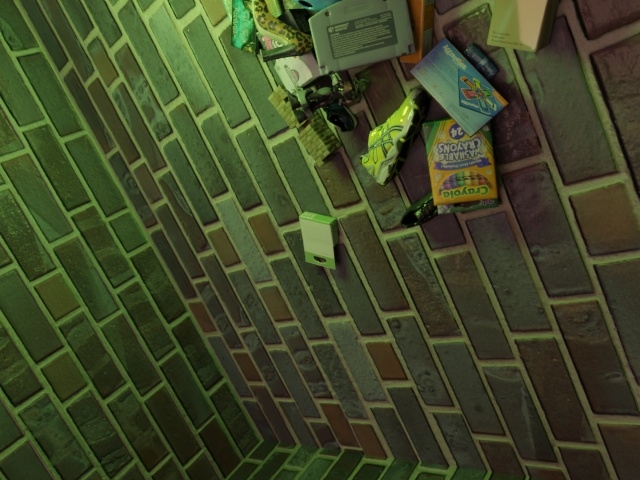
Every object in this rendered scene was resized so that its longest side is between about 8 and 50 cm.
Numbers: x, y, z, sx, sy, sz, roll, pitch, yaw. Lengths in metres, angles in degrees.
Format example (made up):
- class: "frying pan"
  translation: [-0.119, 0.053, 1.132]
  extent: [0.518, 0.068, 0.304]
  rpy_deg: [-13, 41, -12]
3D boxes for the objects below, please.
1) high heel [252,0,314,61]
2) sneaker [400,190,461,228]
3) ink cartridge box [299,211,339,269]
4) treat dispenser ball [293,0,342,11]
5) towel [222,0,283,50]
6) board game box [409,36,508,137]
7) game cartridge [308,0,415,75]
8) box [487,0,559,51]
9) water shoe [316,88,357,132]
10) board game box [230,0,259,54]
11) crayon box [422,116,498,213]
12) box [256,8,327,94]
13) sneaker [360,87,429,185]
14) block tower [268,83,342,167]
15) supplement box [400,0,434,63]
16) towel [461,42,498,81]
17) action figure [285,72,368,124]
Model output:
- class: "high heel"
  translation: [-0.125, -0.733, 1.764]
  extent: [0.186, 0.093, 0.261]
  rpy_deg: [-11, 88, 1]
- class: "sneaker"
  translation: [0.395, -0.120, 1.864]
  extent: [0.109, 0.130, 0.286]
  rpy_deg: [51, 135, 4]
- class: "ink cartridge box"
  translation: [0.000, 0.000, 2.322]
  extent: [0.171, 0.056, 0.235]
  rpy_deg: [14, 127, 34]
- class: "treat dispenser ball"
  translation: [0.004, -0.851, 1.608]
  extent: [0.288, 0.288, 0.288]
  rpy_deg: [21, 128, 29]
- class: "towel"
  translation: [-0.273, -0.923, 1.973]
  extent: [0.272, 0.040, 0.370]
  rpy_deg: [0, 116, 41]
- class: "board game box"
  translation: [0.416, -0.463, 1.604]
  extent: [0.145, 0.027, 0.281]
  rpy_deg: [-42, 80, 18]
- class: "game cartridge"
  translation: [0.124, -0.630, 1.599]
  extent: [0.297, 0.062, 0.198]
  rpy_deg: [-11, 100, 6]
- class: "box"
  translation: [0.551, -0.673, 1.386]
  extent: [0.148, 0.121, 0.311]
  rpy_deg: [21, 128, 30]
- class: "water shoe"
  translation: [0.048, -0.483, 1.955]
  extent: [0.203, 0.080, 0.073]
  rpy_deg: [43, 135, 10]
- class: "board game box"
  translation: [-0.285, -0.816, 2.011]
  extent: [0.126, 0.026, 0.186]
  rpy_deg: [28, 133, 22]
- class: "crayon box"
  translation: [0.455, -0.237, 1.704]
  extent: [0.203, 0.083, 0.322]
  rpy_deg: [-7, 108, 18]
- class: "box"
  translation: [-0.085, -0.668, 1.879]
  extent: [0.163, 0.142, 0.247]
  rpy_deg: [-24, 100, 31]
- class: "sneaker"
  translation: [0.244, -0.362, 1.826]
  extent: [0.147, 0.145, 0.384]
  rpy_deg: [38, 133, 14]
- class: "block tower"
  translation: [-0.054, -0.453, 2.052]
  extent: [0.335, 0.091, 0.097]
  rpy_deg: [54, 137, -2]
- class: "supplement box"
  translation: [0.299, -0.671, 1.631]
  extent: [0.078, 0.080, 0.233]
  rpy_deg: [19, 126, 31]
- class: "towel"
  translation: [0.478, -0.534, 1.603]
  extent: [0.119, 0.029, 0.067]
  rpy_deg: [49, 135, 4]
- class: "action figure"
  translation: [0.032, -0.512, 1.849]
  extent: [0.185, 0.285, 0.099]
  rpy_deg: [65, -173, -67]
